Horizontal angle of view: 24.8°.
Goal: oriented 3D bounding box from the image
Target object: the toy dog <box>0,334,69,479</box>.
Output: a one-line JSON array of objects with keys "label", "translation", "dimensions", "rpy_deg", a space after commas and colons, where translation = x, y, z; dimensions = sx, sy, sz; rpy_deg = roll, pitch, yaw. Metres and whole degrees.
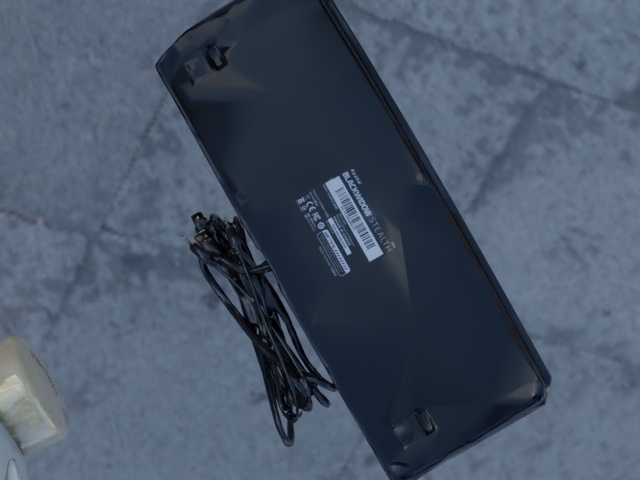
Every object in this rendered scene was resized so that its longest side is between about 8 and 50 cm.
[{"label": "toy dog", "translation": [-0.240, 0.171, 0.921], "dimensions": [0.220, 0.334, 0.161], "rpy_deg": [-43, 134, -10]}]

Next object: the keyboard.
[{"label": "keyboard", "translation": [0.000, 0.000, 0.556], "dimensions": [0.100, 0.038, 0.192], "rpy_deg": [-29, 85, -7]}]
